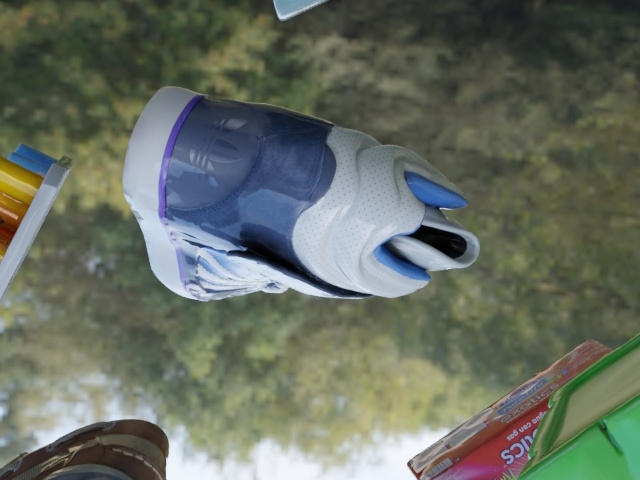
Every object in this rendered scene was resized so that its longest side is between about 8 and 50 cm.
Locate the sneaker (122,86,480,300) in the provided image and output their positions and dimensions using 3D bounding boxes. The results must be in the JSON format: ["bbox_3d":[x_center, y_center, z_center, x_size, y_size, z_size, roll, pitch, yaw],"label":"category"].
[{"bbox_3d":[0.000,-0.001,1.199,0.236,0.130,0.323,19,167,12],"label":"sneaker"}]

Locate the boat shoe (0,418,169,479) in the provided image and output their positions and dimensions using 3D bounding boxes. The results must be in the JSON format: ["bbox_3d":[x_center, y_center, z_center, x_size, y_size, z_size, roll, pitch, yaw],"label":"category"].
[{"bbox_3d":[-0.229,0.231,1.274,0.324,0.123,0.116,-26,-156,34],"label":"boat shoe"}]

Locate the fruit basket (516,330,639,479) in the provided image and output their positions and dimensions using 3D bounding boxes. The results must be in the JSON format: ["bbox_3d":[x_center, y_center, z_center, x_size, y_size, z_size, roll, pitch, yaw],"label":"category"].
[{"bbox_3d":[0.343,0.183,0.950,0.392,0.392,0.283,8,-164,14],"label":"fruit basket"}]

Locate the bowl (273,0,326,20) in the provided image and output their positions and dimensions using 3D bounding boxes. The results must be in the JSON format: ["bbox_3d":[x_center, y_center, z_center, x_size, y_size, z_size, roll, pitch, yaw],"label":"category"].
[{"bbox_3d":[0.030,-0.309,1.065,0.163,0.312,0.311,-8,-172,1],"label":"bowl"}]

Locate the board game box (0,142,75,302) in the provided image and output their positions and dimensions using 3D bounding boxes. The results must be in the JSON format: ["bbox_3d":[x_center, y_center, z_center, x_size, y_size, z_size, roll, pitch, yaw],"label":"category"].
[{"bbox_3d":[-0.291,0.106,1.175,0.050,0.390,0.390,28,180,-9],"label":"board game box"}]

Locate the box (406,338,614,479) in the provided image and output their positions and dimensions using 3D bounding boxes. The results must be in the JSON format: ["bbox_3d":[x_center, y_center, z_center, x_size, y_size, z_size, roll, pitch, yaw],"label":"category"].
[{"bbox_3d":[0.234,0.229,1.747,0.257,0.123,0.128,-34,-173,-3],"label":"box"}]
